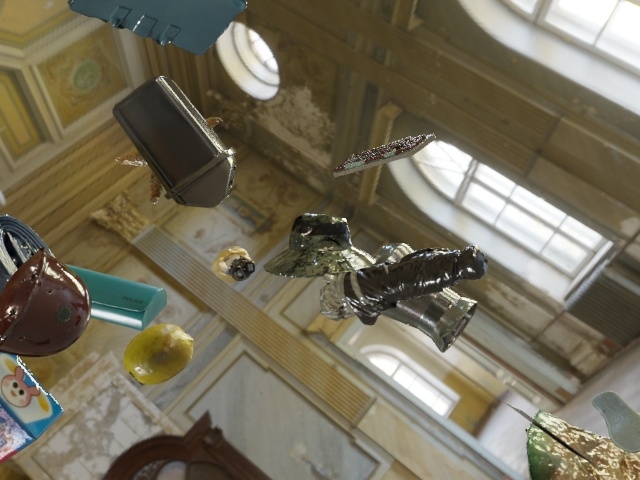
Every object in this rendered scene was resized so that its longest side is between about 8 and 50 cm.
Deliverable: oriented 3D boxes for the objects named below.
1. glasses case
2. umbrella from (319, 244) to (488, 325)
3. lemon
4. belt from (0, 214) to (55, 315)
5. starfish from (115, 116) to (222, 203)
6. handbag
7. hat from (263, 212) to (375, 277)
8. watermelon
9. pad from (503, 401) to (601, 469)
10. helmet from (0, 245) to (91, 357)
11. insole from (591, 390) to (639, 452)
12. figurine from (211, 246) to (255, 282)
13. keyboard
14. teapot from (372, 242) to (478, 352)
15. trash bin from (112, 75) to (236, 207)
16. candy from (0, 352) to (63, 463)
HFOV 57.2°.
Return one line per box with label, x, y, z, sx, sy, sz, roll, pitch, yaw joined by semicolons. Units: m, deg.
glasses case;-0.525;0.123;1.380;0.117;0.301;0.070;-61;-18;-59
umbrella;0.150;0.084;1.097;0.358;0.106;0.113;-19;46;39
lemon;-0.473;0.333;1.726;0.207;0.170;0.170;-30;-23;-13
belt;-0.549;0.047;1.055;0.082;0.190;0.141;-32;-1;10
starfish;-0.362;-0.200;1.464;0.295;0.231;0.048;-22;-13;5
handbag;-0.227;-0.345;0.832;0.144;0.057;0.221;-36;-25;33
hat;0.000;0.000;1.341;0.266;0.266;0.128;-17;-70;-63
watermelon;0.565;0.543;1.271;0.264;0.302;0.151;-59;-15;-53
pad;0.441;0.372;1.144;0.004;0.164;0.243;-53;-14;-4
helmet;-0.379;0.098;0.810;0.106;0.175;0.154;36;-112;-34
insole;0.630;0.374;1.233;0.080;0.003;0.232;-26;9;13
figurine;-0.247;0.074;1.703;0.114;0.108;0.196;-37;11;-13
keyboard;0.083;-0.118;0.807;0.055;0.017;0.166;-35;16;-33
teapot;0.322;0.182;1.925;0.300;0.344;0.253;-19;-40;-54
trash bin;-0.305;-0.203;1.297;0.182;0.290;0.209;-36;9;3
candy;-0.592;0.311;0.946;0.306;0.157;0.100;-32;10;9
